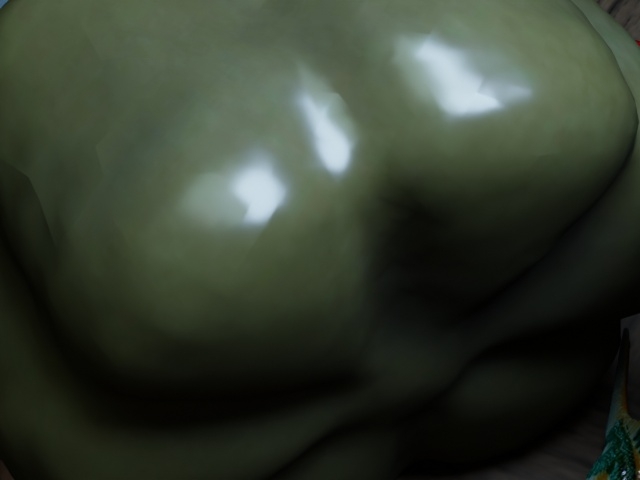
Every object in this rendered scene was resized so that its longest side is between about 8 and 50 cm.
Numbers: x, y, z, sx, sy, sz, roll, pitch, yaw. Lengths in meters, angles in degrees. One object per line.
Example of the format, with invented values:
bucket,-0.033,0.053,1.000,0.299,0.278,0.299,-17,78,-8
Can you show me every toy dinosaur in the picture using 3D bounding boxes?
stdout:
toy dinosaur,0.203,0.150,0.923,0.044,0.106,0.187,26,82,-18

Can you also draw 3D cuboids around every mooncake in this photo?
mooncake,0.000,0.000,0.870,0.467,0.467,0.262,-26,60,-12

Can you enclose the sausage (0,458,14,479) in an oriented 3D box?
sausage,-0.185,0.263,0.908,0.088,0.088,0.433,-6,50,6

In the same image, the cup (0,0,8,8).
cup,-0.279,-0.200,1.173,0.205,0.312,0.205,-6,47,6

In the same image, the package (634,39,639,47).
package,0.247,-0.107,1.103,0.194,0.071,0.269,21,26,-27
